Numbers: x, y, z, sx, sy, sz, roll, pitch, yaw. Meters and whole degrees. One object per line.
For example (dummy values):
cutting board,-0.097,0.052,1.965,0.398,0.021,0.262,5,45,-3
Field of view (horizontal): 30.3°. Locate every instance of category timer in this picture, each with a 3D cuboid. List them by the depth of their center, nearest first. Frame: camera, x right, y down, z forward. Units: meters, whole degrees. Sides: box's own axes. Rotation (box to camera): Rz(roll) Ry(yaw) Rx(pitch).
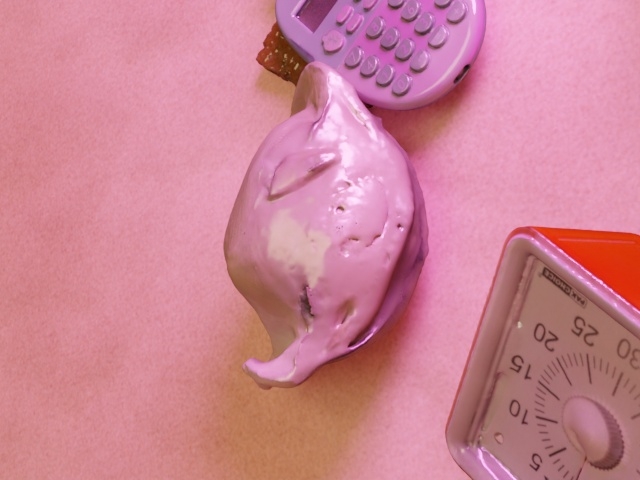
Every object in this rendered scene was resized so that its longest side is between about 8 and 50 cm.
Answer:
timer,0.235,0.149,0.933,0.257,0.161,0.250,43,120,36

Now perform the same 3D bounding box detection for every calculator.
calculator,0.048,-0.249,1.198,0.299,0.041,0.185,46,107,33

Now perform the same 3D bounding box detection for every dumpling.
dumpling,0.000,0.000,1.173,0.243,0.187,0.318,133,146,-71

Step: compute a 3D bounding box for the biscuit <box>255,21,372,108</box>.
biscuit,0.037,-0.199,1.239,0.237,0.026,0.131,35,103,36
